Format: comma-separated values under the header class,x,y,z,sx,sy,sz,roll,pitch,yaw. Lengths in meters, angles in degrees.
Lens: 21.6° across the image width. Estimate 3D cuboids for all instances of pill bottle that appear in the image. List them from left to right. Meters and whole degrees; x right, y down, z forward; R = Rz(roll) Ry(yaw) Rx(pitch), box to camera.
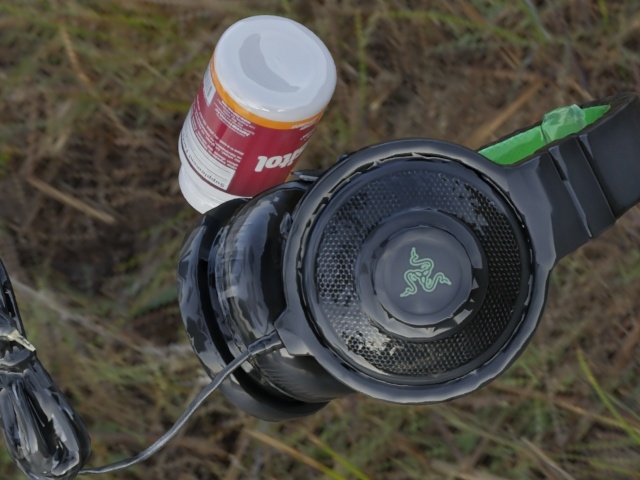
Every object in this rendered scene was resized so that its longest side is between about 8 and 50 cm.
class,x,y,z,sx,sy,sz,roll,pitch,yaw
pill bottle,-0.050,-0.081,1.174,0.152,0.086,0.086,121,144,-54

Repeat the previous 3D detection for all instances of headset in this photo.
class,x,y,z,sx,sy,sz,roll,pitch,yaw
headset,0.000,0.000,0.877,0.394,0.185,0.243,-30,6,-29
